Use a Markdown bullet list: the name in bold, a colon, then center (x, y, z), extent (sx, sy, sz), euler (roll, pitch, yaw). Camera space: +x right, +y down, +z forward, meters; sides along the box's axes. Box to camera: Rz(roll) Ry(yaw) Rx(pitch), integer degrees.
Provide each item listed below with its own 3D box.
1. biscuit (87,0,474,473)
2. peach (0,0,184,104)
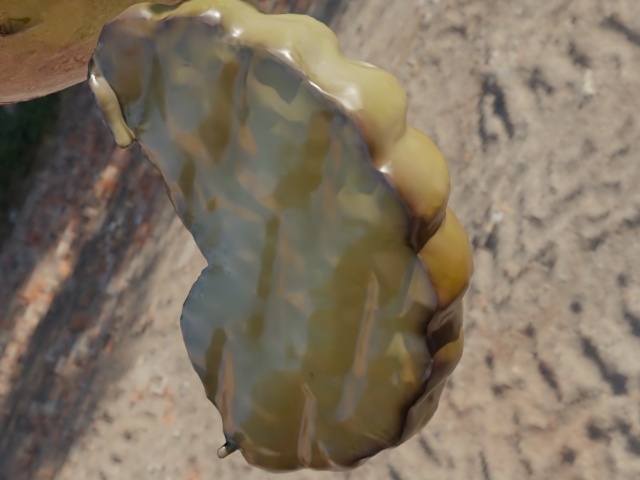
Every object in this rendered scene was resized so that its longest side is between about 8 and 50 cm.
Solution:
- **biscuit**: center (0.000, 0.000, 0.469), extent (0.118, 0.183, 0.061), euler (3, 28, 30)
- **peach**: center (-0.216, -0.255, 0.844), extent (0.370, 0.370, 0.370), euler (-52, 24, 35)
